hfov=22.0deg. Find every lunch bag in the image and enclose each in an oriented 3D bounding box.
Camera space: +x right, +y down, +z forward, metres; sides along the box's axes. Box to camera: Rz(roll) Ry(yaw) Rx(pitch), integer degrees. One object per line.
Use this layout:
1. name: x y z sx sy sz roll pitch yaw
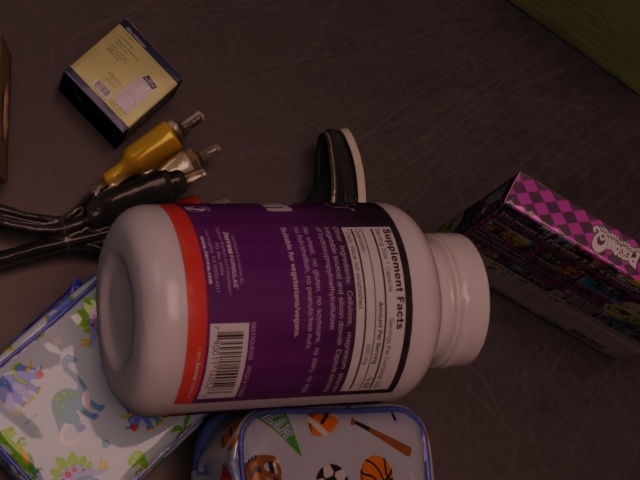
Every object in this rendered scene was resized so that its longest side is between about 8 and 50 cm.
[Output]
1. lunch bag: 0.006 0.299 1.501 0.243 0.115 0.303 4 77 -34
2. lunch bag: -0.204 0.137 1.503 0.219 0.090 0.176 -43 92 -20

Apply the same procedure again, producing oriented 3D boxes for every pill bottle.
1. pill bottle: -0.023 0.057 1.442 0.323 0.181 0.181 -1 78 -24

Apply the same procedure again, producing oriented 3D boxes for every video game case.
1. video game case: 0.242 0.031 1.592 0.232 0.210 0.042 30 71 -7

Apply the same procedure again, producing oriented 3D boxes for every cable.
1. cable: -0.220 -0.016 1.566 0.287 0.072 0.139 -19 110 -6

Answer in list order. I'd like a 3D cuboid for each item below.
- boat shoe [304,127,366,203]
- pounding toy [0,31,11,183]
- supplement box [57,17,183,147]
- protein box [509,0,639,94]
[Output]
1. boat shoe: 0.000 0.000 1.597 0.079 0.084 0.233 7 79 -15
2. pounding toy: -0.393 -0.095 1.507 0.206 0.094 0.181 0 81 -3
3. supplement box: -0.193 -0.151 1.590 0.083 0.056 0.083 46 70 -2
4. protein box: 0.325 -0.285 1.692 0.200 0.201 0.136 35 71 -6
